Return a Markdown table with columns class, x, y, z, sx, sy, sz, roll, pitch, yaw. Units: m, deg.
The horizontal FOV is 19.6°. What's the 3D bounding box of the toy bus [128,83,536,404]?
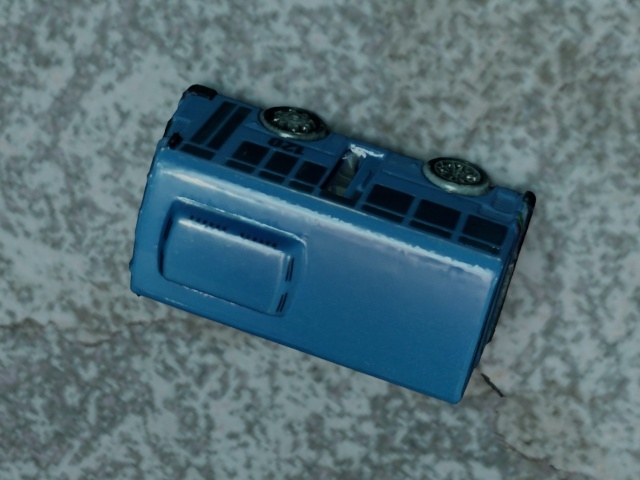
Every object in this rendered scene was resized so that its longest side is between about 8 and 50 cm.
| class | x | y | z | sx | sy | sz | roll | pitch | yaw |
| --- | --- | --- | --- | --- | --- | --- | --- | --- | --- |
| toy bus | 0.000 | 0.000 | 0.892 | 0.184 | 0.106 | 0.090 | 18 | 120 | 8 |
